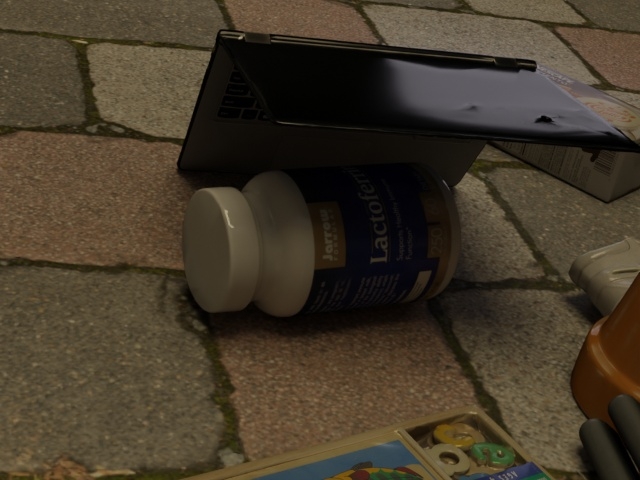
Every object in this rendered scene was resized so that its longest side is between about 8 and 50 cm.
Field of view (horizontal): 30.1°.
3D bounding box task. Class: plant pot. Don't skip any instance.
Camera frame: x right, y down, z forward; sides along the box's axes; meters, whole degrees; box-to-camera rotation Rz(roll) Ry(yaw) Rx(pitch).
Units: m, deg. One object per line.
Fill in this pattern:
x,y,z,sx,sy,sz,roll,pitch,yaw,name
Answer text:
0.374,0.093,1.179,0.205,0.188,0.205,9,29,-5,plant pot

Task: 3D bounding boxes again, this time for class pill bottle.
0.000,0.000,1.236,0.264,0.153,0.153,-6,33,-29,pill bottle

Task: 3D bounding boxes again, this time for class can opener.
0.301,0.246,1.017,0.093,0.074,0.280,38,18,-30,can opener

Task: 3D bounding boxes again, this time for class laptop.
0.068,-0.094,1.323,0.382,0.408,0.236,3,59,-17,laptop

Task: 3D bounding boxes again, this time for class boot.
0.416,0.038,1.390,0.258,0.095,0.123,-6,39,-30,boot

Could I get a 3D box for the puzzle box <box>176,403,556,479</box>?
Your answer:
0.041,0.258,0.892,0.409,0.052,0.272,-9,36,-34,puzzle box

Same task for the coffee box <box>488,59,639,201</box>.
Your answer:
0.361,-0.164,1.730,0.246,0.098,0.141,32,34,31,coffee box
